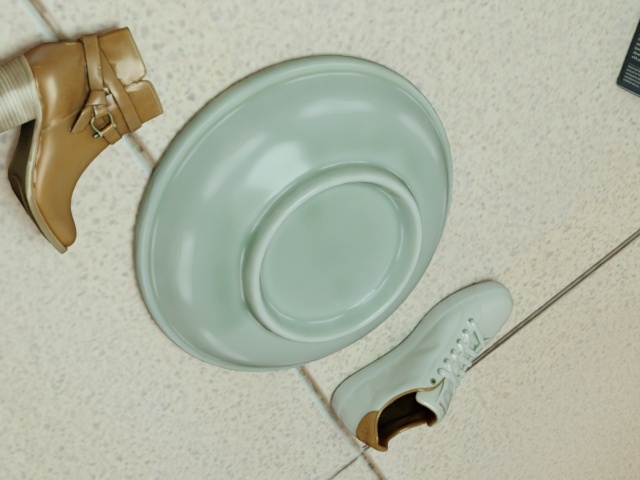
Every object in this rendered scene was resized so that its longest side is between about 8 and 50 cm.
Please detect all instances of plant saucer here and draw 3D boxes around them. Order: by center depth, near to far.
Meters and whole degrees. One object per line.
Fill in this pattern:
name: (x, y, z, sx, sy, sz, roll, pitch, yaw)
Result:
plant saucer: (0.000, 0.000, 1.016, 0.401, 0.100, 0.400, -16, 125, -24)

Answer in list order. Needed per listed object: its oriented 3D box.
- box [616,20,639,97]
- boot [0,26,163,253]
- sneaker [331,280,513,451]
box: (0.492, -0.268, 1.145, 0.153, 0.108, 0.207, -1, 118, -31)
boot: (-0.215, -0.090, 0.844, 0.152, 0.073, 0.197, -27, 132, -20)
sneaker: (0.162, 0.176, 1.214, 0.290, 0.123, 0.106, -39, 130, -7)
